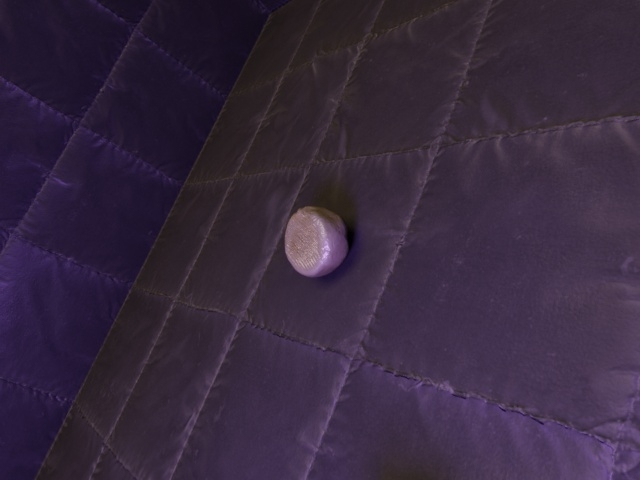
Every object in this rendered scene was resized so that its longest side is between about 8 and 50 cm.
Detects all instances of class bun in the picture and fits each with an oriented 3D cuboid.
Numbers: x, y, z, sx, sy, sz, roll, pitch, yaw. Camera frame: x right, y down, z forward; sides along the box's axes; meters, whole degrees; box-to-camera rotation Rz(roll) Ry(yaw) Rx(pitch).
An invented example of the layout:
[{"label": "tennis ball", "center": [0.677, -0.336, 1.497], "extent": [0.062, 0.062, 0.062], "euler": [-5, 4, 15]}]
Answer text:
[{"label": "bun", "center": [0.000, 0.000, 1.262], "extent": [0.166, 0.113, 0.173], "euler": [-32, 63, 42]}]
